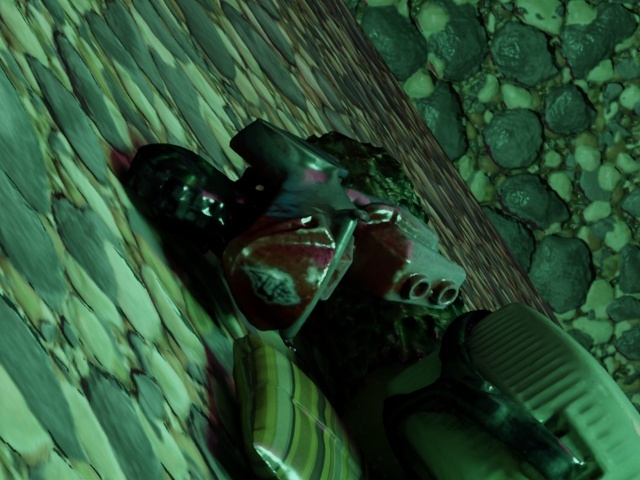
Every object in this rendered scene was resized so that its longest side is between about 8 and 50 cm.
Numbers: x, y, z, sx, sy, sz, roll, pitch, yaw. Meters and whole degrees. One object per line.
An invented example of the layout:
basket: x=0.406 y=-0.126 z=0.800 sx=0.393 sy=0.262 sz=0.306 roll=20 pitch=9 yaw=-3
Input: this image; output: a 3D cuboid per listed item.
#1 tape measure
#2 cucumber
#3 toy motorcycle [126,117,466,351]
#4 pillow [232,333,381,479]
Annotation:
tape measure: x=0.102 y=0.126 z=0.974 sx=0.207 sy=0.115 sz=0.235 roll=56 pitch=-4 yaw=-22
cucumber: x=0.034 y=0.017 z=1.220 sx=0.096 sy=0.096 sz=0.359 roll=53 pitch=11 yaw=-26
toy motorcycle: x=0.001 y=-0.001 z=1.019 sx=0.213 sy=0.082 sz=0.122 roll=12 pitch=30 yaw=-48
pillow: x=0.022 y=0.141 z=0.915 sx=0.203 sy=0.038 sz=0.113 roll=55 pitch=9 yaw=-22
